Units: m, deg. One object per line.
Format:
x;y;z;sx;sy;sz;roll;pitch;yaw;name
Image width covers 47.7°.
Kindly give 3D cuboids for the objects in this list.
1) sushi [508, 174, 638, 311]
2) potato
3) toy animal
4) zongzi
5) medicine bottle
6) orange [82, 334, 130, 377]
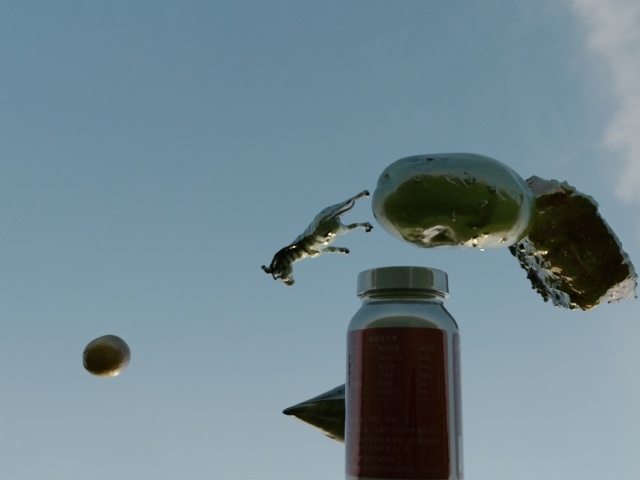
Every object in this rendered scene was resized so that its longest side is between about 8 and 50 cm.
0.408;0.018;1.201;0.139;0.184;0.274;-33;-91;1;sushi
0.199;-0.059;1.067;0.253;0.186;0.148;1;-96;-25;potato
-0.003;-0.004;1.378;0.073;0.176;0.217;58;-41;20;toy animal
0.072;0.274;1.317;0.300;0.286;0.138;18;-64;-12;zongzi
0.092;0.161;0.809;0.131;0.131;0.250;-2;-106;9;medicine bottle
-0.382;0.207;1.291;0.085;0.085;0.084;3;-70;7;orange
